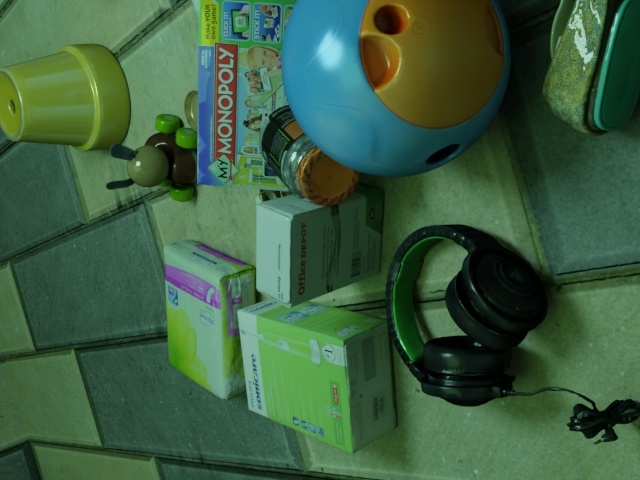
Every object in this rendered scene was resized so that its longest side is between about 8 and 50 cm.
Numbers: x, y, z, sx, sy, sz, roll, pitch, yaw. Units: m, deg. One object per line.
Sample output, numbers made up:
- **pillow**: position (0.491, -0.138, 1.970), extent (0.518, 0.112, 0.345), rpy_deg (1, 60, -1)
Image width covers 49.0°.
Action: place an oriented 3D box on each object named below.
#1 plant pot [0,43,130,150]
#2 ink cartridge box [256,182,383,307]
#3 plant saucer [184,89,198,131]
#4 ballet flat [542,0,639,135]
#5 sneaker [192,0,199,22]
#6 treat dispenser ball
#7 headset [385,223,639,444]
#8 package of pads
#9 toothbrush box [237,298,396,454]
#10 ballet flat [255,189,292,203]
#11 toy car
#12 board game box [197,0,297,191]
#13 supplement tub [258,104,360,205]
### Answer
- **plant pot**: position (-0.613, -0.325, 1.641), extent (0.254, 0.239, 0.254), rpy_deg (18, 116, 42)
- **ink cartridge box**: position (0.000, 0.000, 1.121), extent (0.086, 0.208, 0.153), rpy_deg (21, 117, 41)
- **plant saucer**: position (-0.250, -0.266, 1.442), extent (0.083, 0.015, 0.083), rpy_deg (16, 113, 42)
- **ballet flat**: position (0.324, -0.292, 0.767), extent (0.123, 0.123, 0.349), rpy_deg (30, 123, 37)
- **sneaker**: position (-0.132, -0.408, 1.209), extent (0.292, 0.108, 0.169), rpy_deg (2, 107, 59)
- **treat dispenser ball**: position (0.094, -0.226, 0.891), extent (0.288, 0.288, 0.288), rpy_deg (17, 114, 42)
- **headset**: position (0.248, 0.132, 0.991), extent (0.394, 0.185, 0.243), rpy_deg (45, 129, 47)
- **package of pads**: position (-0.233, 0.169, 1.502), extent (0.229, 0.101, 0.297), rpy_deg (21, 118, 42)
- **toothbrush box**: position (-0.012, 0.230, 1.272), extent (0.283, 0.122, 0.206), rpy_deg (7, 108, 44)
- **ballet flat**: position (-0.092, -0.105, 1.285), extent (0.080, 0.073, 0.232), rpy_deg (-25, 84, 49)
- **toy car**: position (-0.361, -0.163, 1.463), extent (0.149, 0.188, 0.155), rpy_deg (35, 125, 34)
- **board game box**: position (-0.095, -0.241, 1.169), extent (0.213, 0.046, 0.317), rpy_deg (4, 112, -1)
- **supplement tub**: position (-0.017, -0.130, 1.073), extent (0.190, 0.117, 0.117), rpy_deg (-127, 40, -57)
